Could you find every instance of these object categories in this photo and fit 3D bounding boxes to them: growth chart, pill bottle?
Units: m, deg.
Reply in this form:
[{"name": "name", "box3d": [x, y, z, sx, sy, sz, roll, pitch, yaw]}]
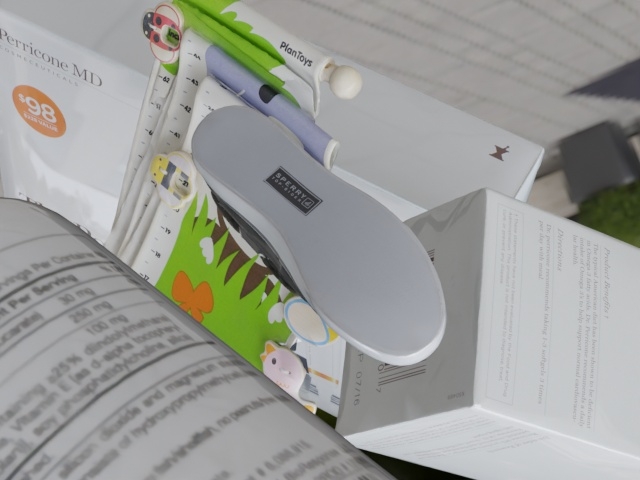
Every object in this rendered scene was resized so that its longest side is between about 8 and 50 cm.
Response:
[{"name": "growth chart", "box3d": [-0.051, -0.011, 0.725, 0.021, 0.172, 0.237, -17, 129, -50]}, {"name": "pill bottle", "box3d": [-0.088, 0.088, 0.449, 0.160, 0.283, 0.160, -45, 158, -23]}]

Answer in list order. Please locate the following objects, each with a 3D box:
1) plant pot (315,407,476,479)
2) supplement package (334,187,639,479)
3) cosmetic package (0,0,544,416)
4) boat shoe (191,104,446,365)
[{"name": "plant pot", "box3d": [0.077, 0.292, 1.237, 0.366, 0.366, 0.353, -24, 139, 22]}, {"name": "supplement package", "box3d": [0.111, 0.060, 0.682, 0.179, 0.105, 0.105, 20, 154, -30]}, {"name": "cosmetic package", "box3d": [-0.055, -0.026, 1.012, 0.097, 0.377, 0.284, -55, 164, -36]}, {"name": "boat shoe", "box3d": [0.000, 0.000, 0.569, 0.049, 0.142, 0.040, -36, 151, -14]}]
